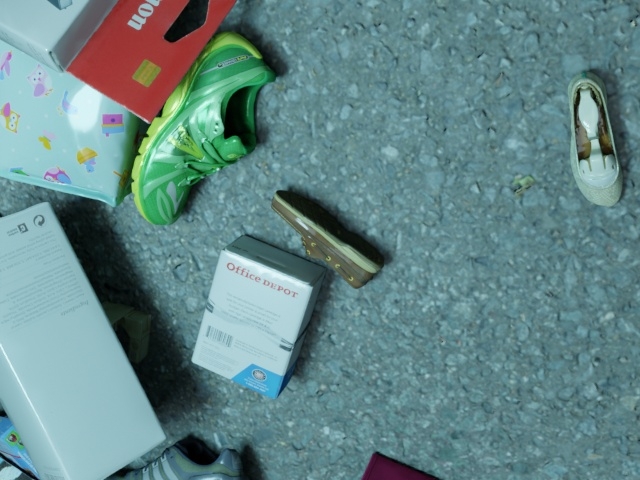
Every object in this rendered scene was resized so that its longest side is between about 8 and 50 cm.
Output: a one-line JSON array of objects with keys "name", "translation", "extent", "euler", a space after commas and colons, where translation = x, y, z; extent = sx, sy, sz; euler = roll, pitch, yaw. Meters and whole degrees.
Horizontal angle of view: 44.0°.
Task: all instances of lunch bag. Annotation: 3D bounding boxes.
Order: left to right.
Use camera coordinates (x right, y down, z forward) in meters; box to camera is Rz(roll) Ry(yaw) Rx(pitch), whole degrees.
[{"name": "lunch bag", "translation": [-0.362, -0.191, 1.090], "extent": [0.262, 0.160, 0.223], "euler": [16, 112, 7]}]

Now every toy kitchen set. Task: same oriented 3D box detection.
[{"name": "toy kitchen set", "translation": [-0.318, 0.147, 1.230], "extent": [0.083, 0.068, 0.075], "euler": [15, 111, 14]}]

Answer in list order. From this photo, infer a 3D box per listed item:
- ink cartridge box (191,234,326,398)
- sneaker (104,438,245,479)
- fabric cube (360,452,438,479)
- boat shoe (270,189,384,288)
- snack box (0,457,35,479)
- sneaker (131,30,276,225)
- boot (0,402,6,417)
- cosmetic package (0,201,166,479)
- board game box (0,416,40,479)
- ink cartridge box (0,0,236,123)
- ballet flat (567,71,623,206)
[{"name": "ink cartridge box", "translation": [-0.088, 0.108, 1.132], "extent": [0.140, 0.082, 0.190], "euler": [22, 111, 11]}, {"name": "sneaker", "translation": [-0.238, 0.380, 1.270], "extent": [0.300, 0.111, 0.121], "euler": [-3, 81, 24]}, {"name": "fabric cube", "translation": [0.129, 0.501, 1.087], "extent": [0.258, 0.259, 0.254], "euler": [21, 111, 11]}, {"name": "boat shoe", "translation": [0.000, 0.000, 1.077], "extent": [0.178, 0.064, 0.060], "euler": [37, 113, 2]}, {"name": "snack box", "translation": [-0.455, 0.453, 1.287], "extent": [0.322, 0.060, 0.187], "euler": [15, 140, 34]}, {"name": "sneaker", "translation": [-0.159, -0.131, 1.065], "extent": [0.123, 0.109, 0.295], "euler": [35, 114, 10]}, {"name": "boot", "translation": [-0.551, 0.218, 1.337], "extent": [0.208, 0.076, 0.189], "euler": [-15, 102, 29]}, {"name": "cosmetic package", "translation": [-0.400, 0.161, 1.157], "extent": [0.217, 0.156, 0.385], "euler": [-24, 92, 58]}, {"name": "board game box", "translation": [-0.467, 0.376, 1.305], "extent": [0.160, 0.039, 0.211], "euler": [-8, 122, 51]}, {"name": "ink cartridge box", "translation": [-0.240, -0.331, 0.967], "extent": [0.261, 0.066, 0.296], "euler": [30, 77, 8]}, {"name": "ballet flat", "translation": [0.320, -0.114, 0.938], "extent": [0.057, 0.052, 0.168], "euler": [-12, 103, 22]}]
